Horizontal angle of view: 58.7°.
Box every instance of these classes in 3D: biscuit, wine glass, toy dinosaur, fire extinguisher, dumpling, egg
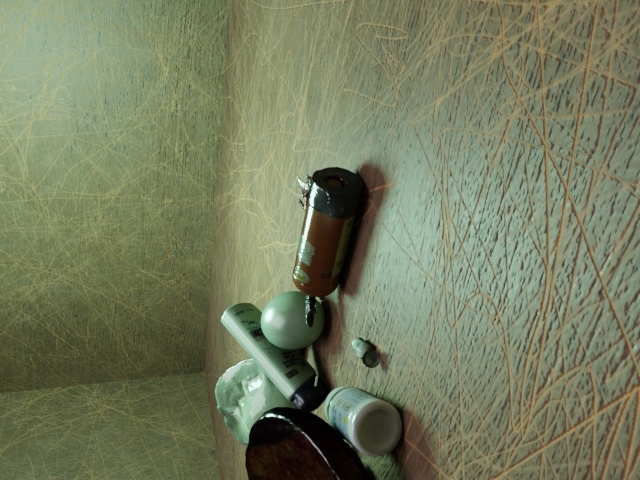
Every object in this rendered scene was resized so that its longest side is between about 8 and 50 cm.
[{"bbox_3d":[-0.013,0.534,1.164,0.407,0.091,0.408,21,117,48],"label":"biscuit"},{"bbox_3d":[0.091,0.230,1.174,0.039,0.042,0.083,-52,18,-2],"label":"wine glass"},{"bbox_3d":[-0.028,-0.114,1.511,0.220,0.032,0.108,-115,32,-46],"label":"toy dinosaur"},{"bbox_3d":[0.010,0.004,1.315,0.200,0.113,0.376,-70,-6,-55],"label":"fire extinguisher"},{"bbox_3d":[-0.161,0.503,1.734,0.269,0.211,0.321,10,89,35],"label":"dumpling"},{"bbox_3d":[-0.073,0.206,1.470,0.192,0.149,0.150,-16,76,49],"label":"egg"}]

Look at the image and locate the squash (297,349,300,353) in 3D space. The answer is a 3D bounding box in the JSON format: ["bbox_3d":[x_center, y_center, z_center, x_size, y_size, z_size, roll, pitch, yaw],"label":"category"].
[{"bbox_3d":[-0.105,0.221,1.658,0.169,0.093,0.252,27,127,24],"label":"squash"}]

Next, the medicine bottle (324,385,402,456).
[{"bbox_3d":[0.077,0.348,1.119,0.186,0.102,0.103,171,96,-71],"label":"medicine bottle"}]

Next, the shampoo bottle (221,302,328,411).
[{"bbox_3d":[-0.117,0.308,1.535,0.359,0.134,0.078,41,115,31],"label":"shampoo bottle"}]
